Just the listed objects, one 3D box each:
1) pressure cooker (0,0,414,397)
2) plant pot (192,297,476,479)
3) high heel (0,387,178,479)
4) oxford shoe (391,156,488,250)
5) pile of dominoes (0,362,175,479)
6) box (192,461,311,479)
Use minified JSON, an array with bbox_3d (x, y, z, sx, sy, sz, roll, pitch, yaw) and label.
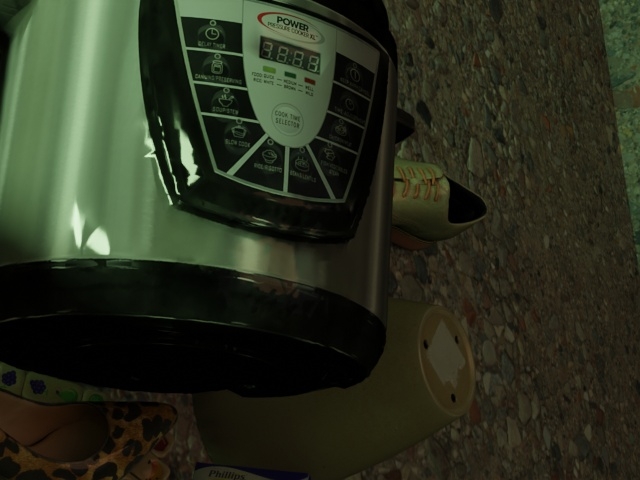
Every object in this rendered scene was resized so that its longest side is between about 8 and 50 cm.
[{"bbox_3d":[-0.116,-0.088,0.963,0.370,0.376,0.420,53,38,-66],"label":"pressure cooker"},{"bbox_3d":[0.034,0.164,1.273,0.256,0.274,0.256,28,54,-47],"label":"plant pot"},{"bbox_3d":[-0.240,0.140,0.920,0.261,0.093,0.186,-15,127,-29],"label":"high heel"},{"bbox_3d":[0.107,-0.086,1.595,0.397,0.146,0.140,13,66,-52],"label":"oxford shoe"},{"bbox_3d":[-0.231,0.249,0.994,0.196,0.040,0.251,19,58,-22],"label":"pile of dominoes"},{"bbox_3d":[-0.068,0.302,1.156,0.137,0.126,0.072,78,18,-55],"label":"box"}]
